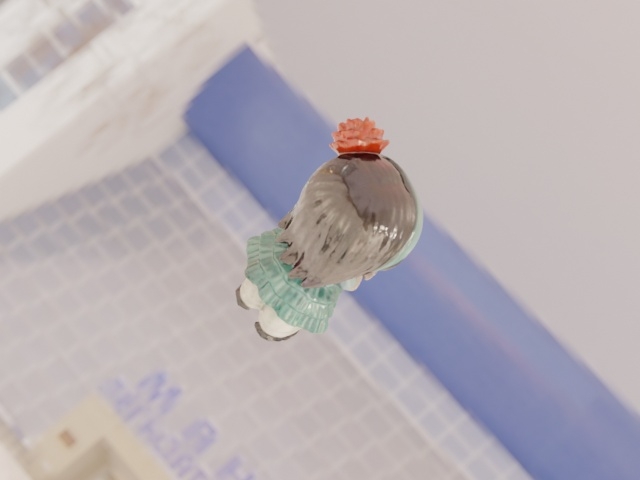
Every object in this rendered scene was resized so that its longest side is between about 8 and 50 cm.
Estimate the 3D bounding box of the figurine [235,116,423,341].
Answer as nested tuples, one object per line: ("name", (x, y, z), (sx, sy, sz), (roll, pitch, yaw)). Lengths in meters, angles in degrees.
("figurine", (0.000, 0.000, 1.825), (0.138, 0.110, 0.245), (57, -46, 13))
